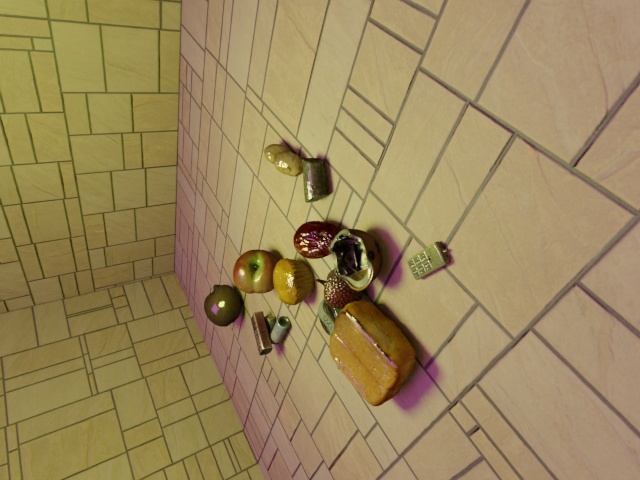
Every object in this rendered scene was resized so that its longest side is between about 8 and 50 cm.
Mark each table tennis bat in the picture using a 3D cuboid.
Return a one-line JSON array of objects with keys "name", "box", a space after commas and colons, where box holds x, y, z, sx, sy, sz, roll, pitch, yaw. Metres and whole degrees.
[{"name": "table tennis bat", "box": [0.064, 0.323, 1.773, 0.174, 0.022, 0.301, 64, 147, 19]}]

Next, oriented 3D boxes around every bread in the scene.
[{"name": "bread", "box": [0.189, 0.414, 1.499, 0.337, 0.147, 0.328, 44, 138, 34]}, {"name": "bread", "box": [-0.138, 0.193, 1.924, 0.239, 0.138, 0.240, 25, 121, 51]}]

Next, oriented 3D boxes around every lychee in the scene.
[{"name": "lychee", "box": [0.072, 0.183, 1.563, 0.165, 0.197, 0.165, 16, -90, -90]}]

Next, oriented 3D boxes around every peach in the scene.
[{"name": "peach", "box": [-0.331, 0.166, 2.116, 0.252, 0.252, 0.253, 26, 122, 51]}]

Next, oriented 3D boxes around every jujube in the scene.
[{"name": "jujube", "box": [0.000, 0.000, 1.634, 0.236, 0.168, 0.168, 4, 105, 39]}]

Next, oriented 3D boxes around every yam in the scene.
[{"name": "yam", "box": [-0.024, -0.246, 1.636, 0.107, 0.106, 0.184, 5, 104, 56]}]

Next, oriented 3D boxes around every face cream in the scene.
[{"name": "face cream", "box": [-0.231, 0.508, 2.241, 0.075, 0.075, 0.230, 57, 143, 29]}]

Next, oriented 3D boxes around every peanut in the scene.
[{"name": "peanut", "box": [-0.166, -0.364, 1.800, 0.263, 0.117, 0.101, 45, 115, 44]}]

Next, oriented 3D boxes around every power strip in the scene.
[{"name": "power strip", "box": [0.335, 0.063, 1.254, 0.169, 0.028, 0.076, -45, 62, 53]}]

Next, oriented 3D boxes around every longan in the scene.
[{"name": "longan", "box": [-0.656, 0.432, 2.715, 0.300, 0.243, 0.301, -6, 82, 44]}]

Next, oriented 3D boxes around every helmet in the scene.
[{"name": "helmet", "box": [0.143, 0.058, 1.454, 0.198, 0.129, 0.225, -39, 75, 52]}]

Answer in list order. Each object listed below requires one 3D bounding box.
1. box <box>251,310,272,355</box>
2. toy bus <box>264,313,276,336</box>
[{"name": "box", "box": [-0.337, 0.527, 2.298, 0.120, 0.068, 0.224, 116, 140, -51]}, {"name": "toy bus", "box": [-0.291, 0.521, 2.356, 0.072, 0.057, 0.172, 13, 112, 47]}]
